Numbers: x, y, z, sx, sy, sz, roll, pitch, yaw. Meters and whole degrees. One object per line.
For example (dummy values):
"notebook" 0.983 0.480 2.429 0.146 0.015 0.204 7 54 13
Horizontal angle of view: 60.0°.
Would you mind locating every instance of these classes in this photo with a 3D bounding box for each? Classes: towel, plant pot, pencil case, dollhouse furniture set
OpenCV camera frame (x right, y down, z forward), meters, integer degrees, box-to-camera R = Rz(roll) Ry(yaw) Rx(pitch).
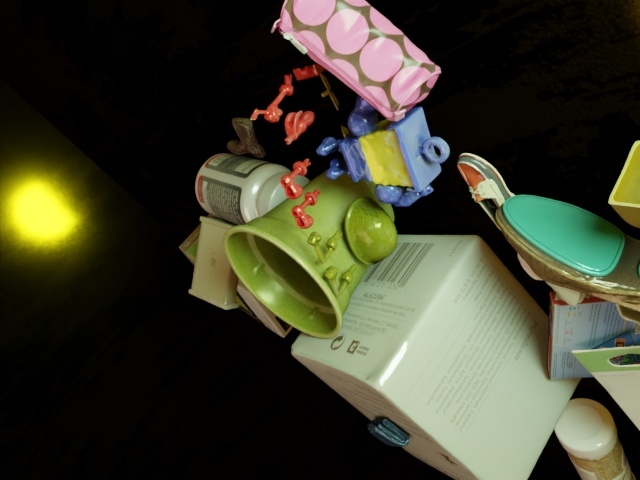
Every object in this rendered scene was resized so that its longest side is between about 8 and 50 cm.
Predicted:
"towel" 0.126 0.365 1.045 0.067 0.029 0.119 35 161 7
"plant pot" 0.368 -0.046 0.579 0.081 0.081 0.083 16 162 49
"pencil case" 0.045 -0.238 0.695 0.209 0.098 0.095 38 162 1
"dollhouse furniture set" -0.131 0.059 1.416 0.287 0.197 0.304 17 -168 35
"plant pot" 0.000 0.000 1.060 0.276 0.254 0.276 32 151 20

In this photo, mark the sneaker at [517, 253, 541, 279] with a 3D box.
"sneaker" 0.366 0.043 0.842 0.134 0.050 0.070 24 170 22

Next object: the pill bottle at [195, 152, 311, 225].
"pill bottle" -0.149 -0.105 1.274 0.283 0.161 0.161 20 154 44

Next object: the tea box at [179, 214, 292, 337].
"tea box" -0.216 0.092 1.774 0.324 0.220 0.329 27 158 29

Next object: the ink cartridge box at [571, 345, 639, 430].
"ink cartridge box" 0.531 0.217 0.860 0.235 0.056 0.171 46 144 -18

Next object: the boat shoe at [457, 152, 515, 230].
"boat shoe" 0.244 -0.069 0.808 0.137 0.043 0.049 45 163 -15

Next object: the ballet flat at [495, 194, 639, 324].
"ballet flat" 0.384 0.049 0.708 0.343 0.116 0.124 21 143 29

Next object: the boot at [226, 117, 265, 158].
"boot" -0.179 -0.234 1.220 0.107 0.037 0.114 15 157 23

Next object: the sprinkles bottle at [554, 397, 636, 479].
"sprinkles bottle" 0.641 0.498 1.283 0.121 0.121 0.355 18 153 47

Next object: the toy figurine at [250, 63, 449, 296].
"toy figurine" 0.089 -0.090 0.816 0.217 0.191 0.362 -1 123 39

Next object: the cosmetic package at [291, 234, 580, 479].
"cosmetic package" 0.230 0.231 1.097 0.394 0.327 0.329 44 161 -20

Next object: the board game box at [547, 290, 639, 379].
"board game box" 0.438 0.152 0.875 0.145 0.027 0.281 -7 143 16
